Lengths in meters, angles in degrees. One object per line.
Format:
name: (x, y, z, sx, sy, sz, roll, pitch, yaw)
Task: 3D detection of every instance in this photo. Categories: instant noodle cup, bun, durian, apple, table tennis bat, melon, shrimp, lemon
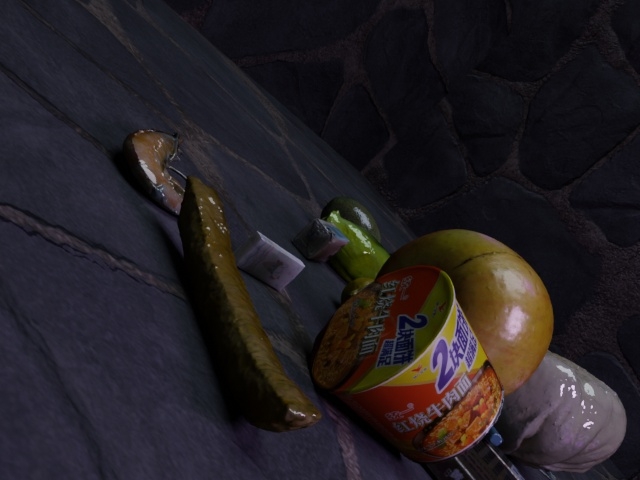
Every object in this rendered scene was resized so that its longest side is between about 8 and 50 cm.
instant noodle cup: (0.118, 0.164, 1.035, 0.174, 0.213, 0.213, 52, 6, -24)
bun: (0.396, 0.308, 1.565, 0.365, 0.219, 0.365, 31, 2, -1)
durian: (0.082, 0.034, 1.682, 0.250, 0.101, 0.139, 41, 10, -29)
apple: (0.215, 0.118, 1.259, 0.233, 0.286, 0.286, 26, 21, -44)
table tennis bat: (0.270, 0.301, 1.357, 0.100, 0.019, 0.155, 47, 2, -9)
melon: (0.065, -0.031, 1.848, 0.167, 0.114, 0.114, 48, 9, 10)
shrimp: (-0.209, -0.097, 1.134, 0.143, 0.052, 0.251, 55, 15, -15)
lemon: (0.078, 0.105, 1.428, 0.110, 0.082, 0.082, 26, 21, -48)

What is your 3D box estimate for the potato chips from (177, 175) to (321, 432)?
potato chips: (-0.092, 0.065, 0.856, 0.057, 0.080, 0.407, 20, 24, -33)

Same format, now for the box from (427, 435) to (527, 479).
box: (0.238, 0.344, 1.225, 0.180, 0.047, 0.325, 49, 9, 17)

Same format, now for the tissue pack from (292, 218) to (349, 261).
tissue pack: (0.000, 0.000, 1.551, 0.059, 0.074, 0.094, 52, 13, 17)

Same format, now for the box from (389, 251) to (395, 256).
box: (0.280, 0.132, 1.888, 0.312, 0.175, 0.182, 29, 51, -61)

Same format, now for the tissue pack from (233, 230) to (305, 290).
tissue pack: (-0.073, 0.031, 1.149, 0.108, 0.056, 0.023, 34, 16, -49)

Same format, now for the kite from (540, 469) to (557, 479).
kite: (0.511, 0.529, 1.794, 0.152, 0.005, 0.137, 39, 11, -32)
